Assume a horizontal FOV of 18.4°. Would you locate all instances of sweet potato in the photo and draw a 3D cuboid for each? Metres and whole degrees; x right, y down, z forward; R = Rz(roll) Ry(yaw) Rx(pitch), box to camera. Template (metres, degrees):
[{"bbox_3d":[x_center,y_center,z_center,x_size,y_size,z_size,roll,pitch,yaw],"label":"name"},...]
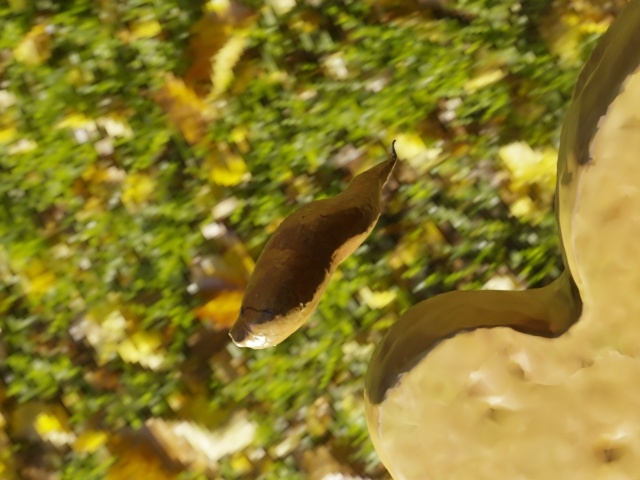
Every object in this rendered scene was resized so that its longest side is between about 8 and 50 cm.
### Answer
[{"bbox_3d":[0.000,0.000,1.327,0.056,0.195,0.056,31,151,20],"label":"sweet potato"}]

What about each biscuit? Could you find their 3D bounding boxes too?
[{"bbox_3d":[0.155,0.048,0.638,0.275,0.052,0.355,13,114,-5],"label":"biscuit"}]
